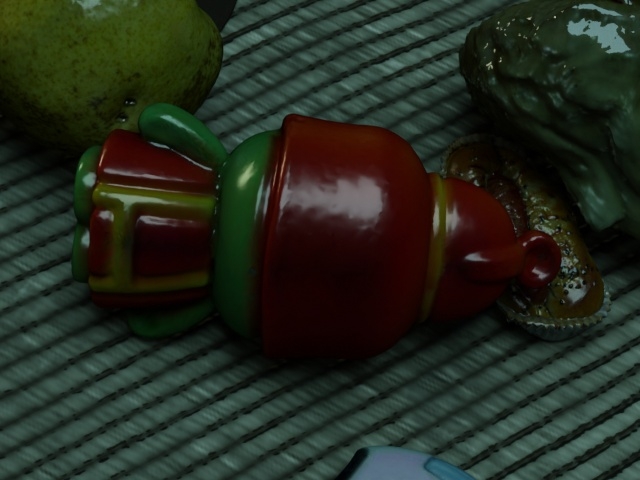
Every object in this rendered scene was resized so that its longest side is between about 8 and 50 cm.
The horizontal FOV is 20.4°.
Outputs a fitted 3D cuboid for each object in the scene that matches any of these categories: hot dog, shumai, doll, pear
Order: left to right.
[{"bbox_3d":[-0.183,-0.157,1.368,0.197,0.197,0.197,4,59,-6],"label":"pear"},{"bbox_3d":[0.000,0.000,1.309,0.363,0.160,0.182,4,104,-7],"label":"doll"},{"bbox_3d":[0.157,-0.006,1.407,0.099,0.053,0.192,-14,64,-22],"label":"hot dog"},{"bbox_3d":[0.231,-0.092,1.400,0.189,0.256,0.218,-24,83,18],"label":"shumai"}]

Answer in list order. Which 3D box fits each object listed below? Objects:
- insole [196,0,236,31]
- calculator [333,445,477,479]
[{"bbox_3d":[-0.103,-0.258,1.546,0.111,0.007,0.327,25,59,5],"label":"insole"},{"bbox_3d":[0.026,0.271,1.224,0.173,0.051,0.293,35,61,11],"label":"calculator"}]
